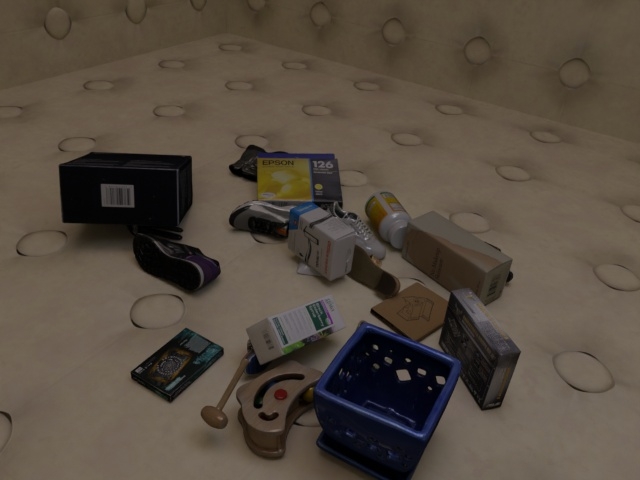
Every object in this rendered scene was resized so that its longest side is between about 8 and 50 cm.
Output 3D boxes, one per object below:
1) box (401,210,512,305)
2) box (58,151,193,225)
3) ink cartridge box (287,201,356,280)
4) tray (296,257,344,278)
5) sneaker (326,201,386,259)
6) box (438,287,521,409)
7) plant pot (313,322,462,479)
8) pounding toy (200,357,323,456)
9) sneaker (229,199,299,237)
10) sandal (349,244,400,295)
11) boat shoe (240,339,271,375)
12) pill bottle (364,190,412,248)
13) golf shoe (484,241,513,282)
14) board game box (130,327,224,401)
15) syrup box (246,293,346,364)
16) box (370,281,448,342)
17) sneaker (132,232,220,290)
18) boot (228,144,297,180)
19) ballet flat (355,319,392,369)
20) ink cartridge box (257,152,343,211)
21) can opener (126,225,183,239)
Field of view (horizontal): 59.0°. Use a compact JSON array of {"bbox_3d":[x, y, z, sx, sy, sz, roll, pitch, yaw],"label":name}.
[{"bbox_3d":[0.400,0.052,1.695,0.121,0.148,0.311,-21,40,-32],"label":"box"},{"bbox_3d":[-0.595,-0.169,1.788,0.342,0.179,0.312,2,16,-5],"label":"box"},{"bbox_3d":[0.000,0.000,1.660,0.085,0.148,0.203,-22,42,-35],"label":"ink cartridge box"},{"bbox_3d":[0.012,0.022,1.790,0.145,0.030,0.270,6,34,3],"label":"tray"},{"bbox_3d":[0.112,-0.026,1.786,0.235,0.095,0.090,34,32,8],"label":"sneaker"},{"bbox_3d":[0.372,0.255,1.356,0.056,0.183,0.231,-6,35,-16],"label":"box"},{"bbox_3d":[0.130,0.347,1.163,0.235,0.212,0.236,20,36,21],"label":"plant pot"},{"bbox_3d":[-0.101,0.338,1.195,0.269,0.155,0.154,-24,39,-36],"label":"pounding toy"},{"bbox_3d":[-0.161,-0.061,1.832,0.271,0.100,0.108,2,39,-5],"label":"sneaker"},{"bbox_3d":[0.157,0.093,1.683,0.079,0.088,0.240,17,16,-49],"label":"sandal"},{"bbox_3d":[-0.144,0.265,1.388,0.066,0.066,0.183,15,28,28],"label":"boat shoe"},{"bbox_3d":[0.234,-0.067,1.871,0.117,0.118,0.208,-6,35,-16],"label":"pill bottle"},{"bbox_3d":[0.545,0.055,1.769,0.093,0.077,0.198,-13,39,-25],"label":"golf shoe"},{"bbox_3d":[-0.338,0.292,1.348,0.126,0.026,0.186,23,38,24],"label":"board game box"},{"bbox_3d":[-0.054,0.211,1.369,0.236,0.096,0.093,-14,77,-48],"label":"syrup box"},{"bbox_3d":[0.264,0.197,1.571,0.201,0.021,0.164,-24,43,-35],"label":"box"},{"bbox_3d":[-0.418,0.055,1.647,0.283,0.107,0.124,27,25,23],"label":"sneaker"},{"bbox_3d":[-0.216,-0.277,2.180,0.246,0.084,0.161,16,48,15],"label":"boot"},{"bbox_3d":[0.135,0.266,1.425,0.057,0.052,0.168,-13,38,-25],"label":"ballet flat"},{"bbox_3d":[-0.080,-0.234,2.058,0.303,0.072,0.307,-1,53,-7],"label":"ink cartridge box"},{"bbox_3d":[-0.524,-0.041,1.786,0.186,0.059,0.073,9,34,6],"label":"can opener"}]
